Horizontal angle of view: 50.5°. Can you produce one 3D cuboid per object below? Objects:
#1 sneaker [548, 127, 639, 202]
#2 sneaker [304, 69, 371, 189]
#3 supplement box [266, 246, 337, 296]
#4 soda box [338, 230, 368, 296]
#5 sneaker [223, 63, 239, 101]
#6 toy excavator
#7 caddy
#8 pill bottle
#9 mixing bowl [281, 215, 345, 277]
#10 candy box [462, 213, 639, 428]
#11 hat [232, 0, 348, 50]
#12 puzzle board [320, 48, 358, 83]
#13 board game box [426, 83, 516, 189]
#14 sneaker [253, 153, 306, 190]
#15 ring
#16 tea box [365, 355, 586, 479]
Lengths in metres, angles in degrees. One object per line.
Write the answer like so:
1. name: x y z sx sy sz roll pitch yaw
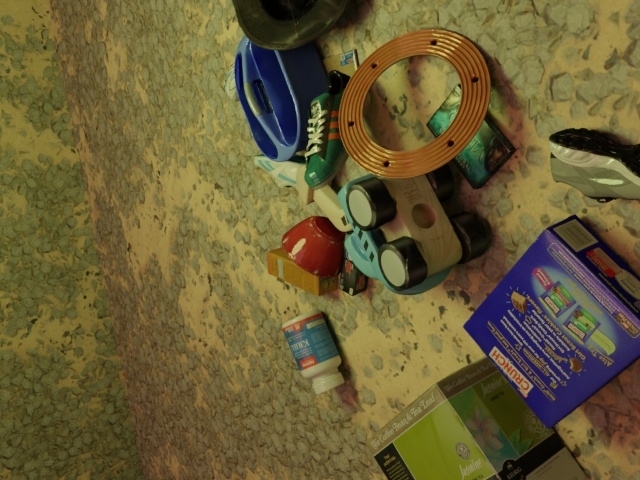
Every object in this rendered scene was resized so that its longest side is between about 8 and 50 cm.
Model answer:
1. sneaker: 0.514 -0.109 1.161 0.272 0.100 0.107 33 141 44
2. sneaker: 0.011 -0.258 1.554 0.121 0.302 0.108 36 150 -26
3. supplement box: -0.055 0.086 1.942 0.234 0.078 0.080 19 117 47
4. soda box: 0.093 0.056 1.758 0.053 0.060 0.168 28 125 35
5. sneaker: -0.214 -0.488 1.917 0.086 0.085 0.237 55 139 6
6. toy excavator: 0.112 -0.054 1.596 0.432 0.223 0.445 63 153 8
7. caddy: -0.110 -0.371 1.747 0.241 0.179 0.341 -29 79 55
8. pill bottle: -0.015 0.320 1.940 0.124 0.124 0.221 -36 75 51
9. mixing bowl: 0.000 0.000 1.774 0.181 0.182 0.098 50 124 27
10. candy box: 0.459 0.158 1.294 0.268 0.122 0.317 52 137 24
11. hat: -0.050 -0.609 1.621 0.332 0.134 0.331 6 103 27
12. puzzle board: 0.051 -0.411 1.679 0.128 0.011 0.096 -2 100 51
13. board game box: 0.310 -0.216 1.417 0.186 0.026 0.126 57 140 20
14. sneaker: -0.112 -0.196 1.901 0.229 0.088 0.092 22 121 48
15. ring: 0.191 -0.282 1.411 0.337 0.032 0.336 -9 70 28
16. tea box: 0.326 0.480 1.499 0.323 0.220 0.329 56 139 19
